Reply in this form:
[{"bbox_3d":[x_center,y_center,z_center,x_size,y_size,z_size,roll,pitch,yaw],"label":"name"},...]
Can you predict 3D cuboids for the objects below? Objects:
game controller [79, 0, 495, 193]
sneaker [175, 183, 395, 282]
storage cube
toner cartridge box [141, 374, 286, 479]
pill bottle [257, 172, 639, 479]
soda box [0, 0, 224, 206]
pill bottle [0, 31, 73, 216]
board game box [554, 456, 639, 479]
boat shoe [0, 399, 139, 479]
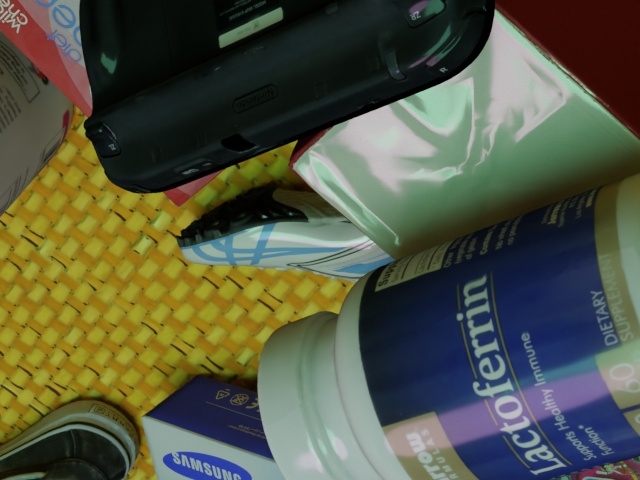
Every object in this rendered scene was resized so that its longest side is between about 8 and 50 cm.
[{"bbox_3d":[-0.035,-0.141,0.944,0.319,0.167,0.067,-18,158,38],"label":"game controller"},{"bbox_3d":[0.000,0.000,1.170,0.237,0.085,0.086,-6,114,22],"label":"sneaker"},{"bbox_3d":[0.120,-0.087,1.015,0.215,0.193,0.183,41,123,-11],"label":"storage cube"},{"bbox_3d":[0.018,0.230,1.232,0.347,0.075,0.165,12,124,39],"label":"toner cartridge box"},{"bbox_3d":[0.103,0.071,0.908,0.264,0.153,0.153,-21,112,27],"label":"pill bottle"},{"bbox_3d":[-0.155,-0.156,1.124,0.263,0.083,0.092,45,123,-13],"label":"soda box"},{"bbox_3d":[-0.303,-0.057,1.108,0.160,0.283,0.160,8,122,12],"label":"pill bottle"},{"bbox_3d":[0.240,0.190,1.207,0.303,0.097,0.224,3,121,17],"label":"board game box"},{"bbox_3d":[-0.301,0.261,1.401,0.121,0.119,0.335,42,123,-10],"label":"boat shoe"}]
